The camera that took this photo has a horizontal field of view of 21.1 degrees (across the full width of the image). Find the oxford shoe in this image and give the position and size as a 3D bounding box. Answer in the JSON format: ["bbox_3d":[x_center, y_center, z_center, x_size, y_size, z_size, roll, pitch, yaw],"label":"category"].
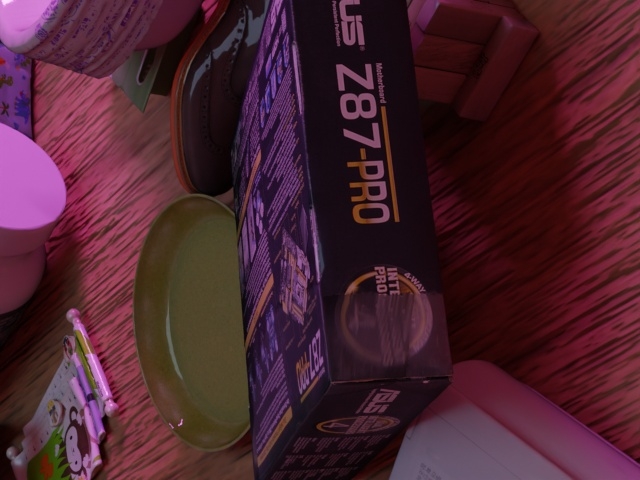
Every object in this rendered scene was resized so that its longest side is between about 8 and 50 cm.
[{"bbox_3d":[-0.062,-0.158,1.570,0.098,0.097,0.271,31,110,44],"label":"oxford shoe"}]

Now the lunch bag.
[{"bbox_3d":[-0.411,-0.166,2.046,0.151,0.096,0.128,-11,76,43],"label":"lunch bag"}]

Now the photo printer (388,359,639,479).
[{"bbox_3d":[0.158,0.259,1.188,0.307,0.107,0.256,35,112,50],"label":"photo printer"}]

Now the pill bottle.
[{"bbox_3d":[-0.437,0.046,1.952,0.363,0.210,0.210,-53,46,34],"label":"pill bottle"}]

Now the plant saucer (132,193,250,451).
[{"bbox_3d":[-0.100,0.076,1.611,0.241,0.037,0.241,6,98,53],"label":"plant saucer"}]

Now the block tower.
[{"bbox_3d":[0.048,-0.238,1.430,0.091,0.097,0.335,-61,43,29],"label":"block tower"}]

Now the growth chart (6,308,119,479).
[{"bbox_3d":[-0.279,0.216,1.869,0.172,0.021,0.237,56,129,40],"label":"growth chart"}]

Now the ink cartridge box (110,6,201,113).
[{"bbox_3d":[-0.184,-0.221,1.769,0.209,0.062,0.109,47,121,46],"label":"ink cartridge box"}]

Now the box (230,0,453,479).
[{"bbox_3d":[0.000,0.000,1.318,0.395,0.097,0.318,116,152,-69],"label":"box"}]

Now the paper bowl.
[{"bbox_3d":[-0.185,-0.291,1.598,0.284,0.148,0.284,-39,42,48],"label":"paper bowl"}]
